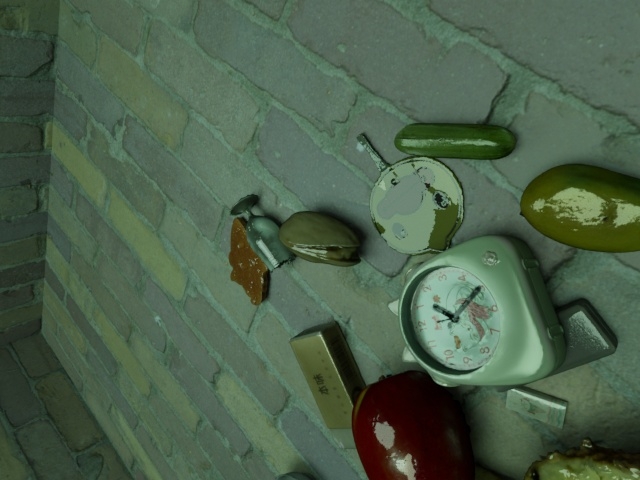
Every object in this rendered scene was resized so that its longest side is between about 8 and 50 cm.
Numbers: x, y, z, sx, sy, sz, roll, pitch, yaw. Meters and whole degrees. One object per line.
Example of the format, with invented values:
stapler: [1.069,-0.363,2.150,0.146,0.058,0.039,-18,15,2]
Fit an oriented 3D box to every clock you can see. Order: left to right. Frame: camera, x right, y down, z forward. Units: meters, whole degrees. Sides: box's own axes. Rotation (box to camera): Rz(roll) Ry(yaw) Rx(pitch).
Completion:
clock: [0.281,0.150,0.804,0.324,0.108,0.265,-26,71,43]

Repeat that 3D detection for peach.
peach: [0.184,0.457,0.870,0.257,0.201,0.362,-27,55,30]

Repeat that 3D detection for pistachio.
pistachio: [0.000,0.000,0.992,0.226,0.136,0.136,18,114,26]

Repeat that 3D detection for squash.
squash: [0.252,-0.194,0.783,0.238,0.069,0.069,11,110,33]

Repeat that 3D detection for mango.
mango: [0.457,-0.045,0.657,0.237,0.091,0.137,27,124,29]

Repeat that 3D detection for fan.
fan: [0.185,-0.109,0.897,0.229,0.011,0.335,-41,79,38]

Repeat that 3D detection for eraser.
eraser: [0.044,0.406,1.118,0.144,0.078,0.343,-27,87,41]

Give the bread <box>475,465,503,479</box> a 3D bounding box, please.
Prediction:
bread: [0.346,0.592,0.906,0.260,0.134,0.129,1,92,42]

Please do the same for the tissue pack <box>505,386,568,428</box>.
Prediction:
tissue pack: [0.442,0.338,0.824,0.108,0.023,0.056,11,110,36]

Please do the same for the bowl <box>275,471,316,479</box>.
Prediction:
bowl: [-0.058,0.829,1.319,0.189,0.086,0.189,10,108,34]

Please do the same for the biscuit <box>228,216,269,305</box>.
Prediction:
biscuit: [-0.225,0.065,1.247,0.183,0.043,0.280,-11,92,36]

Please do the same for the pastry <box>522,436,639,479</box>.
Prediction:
pastry: [0.534,0.491,0.623,0.337,0.292,0.405,33,151,-4]

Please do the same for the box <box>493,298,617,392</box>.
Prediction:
box: [0.424,0.210,0.780,0.243,0.055,0.103,-42,76,38]

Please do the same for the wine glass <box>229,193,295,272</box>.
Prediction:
wine glass: [-0.165,-0.018,1.136,0.103,0.103,0.222,-44,74,37]
